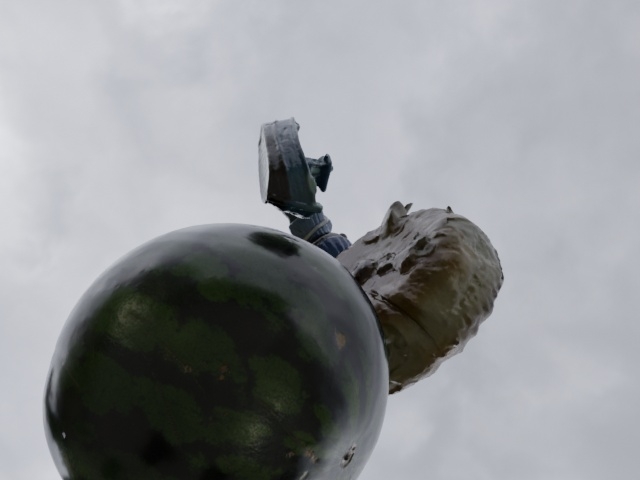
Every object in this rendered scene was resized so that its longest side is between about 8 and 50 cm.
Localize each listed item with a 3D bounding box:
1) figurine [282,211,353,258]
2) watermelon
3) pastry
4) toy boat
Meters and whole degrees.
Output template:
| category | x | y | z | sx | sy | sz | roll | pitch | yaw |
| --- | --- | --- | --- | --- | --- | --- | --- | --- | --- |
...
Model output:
| category | x | y | z | sx | sy | sz | roll | pitch | yaw |
| --- | --- | --- | --- | --- | --- | --- | --- | --- | --- |
| figurine | 0.002 | -0.004 | 1.189 | 0.077 | 0.079 | 0.136 | -24 | -101 | -21 |
| watermelon | -0.085 | 0.127 | 0.751 | 0.285 | 0.285 | 0.285 | 4 | -67 | 11 |
| pastry | 0.076 | 0.060 | 0.969 | 0.236 | 0.257 | 0.121 | -32 | -71 | 20 |
| toy boat | -0.020 | -0.062 | 0.772 | 0.061 | 0.137 | 0.060 | 6 | -60 | -10 |
